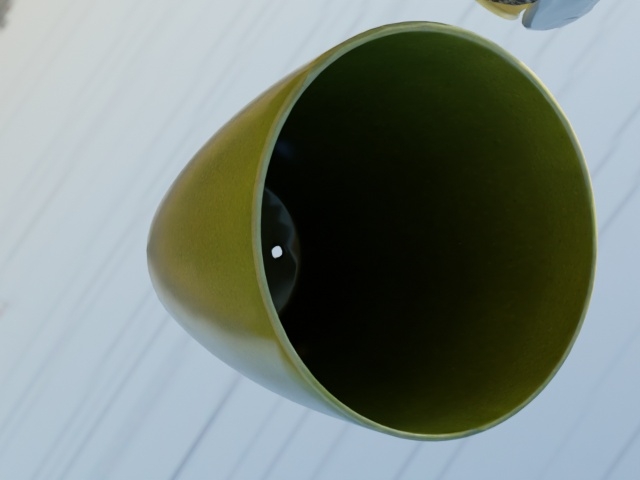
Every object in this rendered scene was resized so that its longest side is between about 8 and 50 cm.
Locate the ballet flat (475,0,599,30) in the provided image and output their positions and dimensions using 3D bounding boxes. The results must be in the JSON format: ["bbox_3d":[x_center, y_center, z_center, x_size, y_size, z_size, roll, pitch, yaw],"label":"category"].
[{"bbox_3d":[0.111,-0.217,1.252,0.164,0.182,0.483,-42,-173,12],"label":"ballet flat"}]

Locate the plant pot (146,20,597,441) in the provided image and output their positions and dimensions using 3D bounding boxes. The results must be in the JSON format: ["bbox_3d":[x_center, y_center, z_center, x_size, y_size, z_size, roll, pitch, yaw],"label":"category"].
[{"bbox_3d":[0.000,0.000,1.355,0.293,0.275,0.275,-5,-129,59],"label":"plant pot"}]
